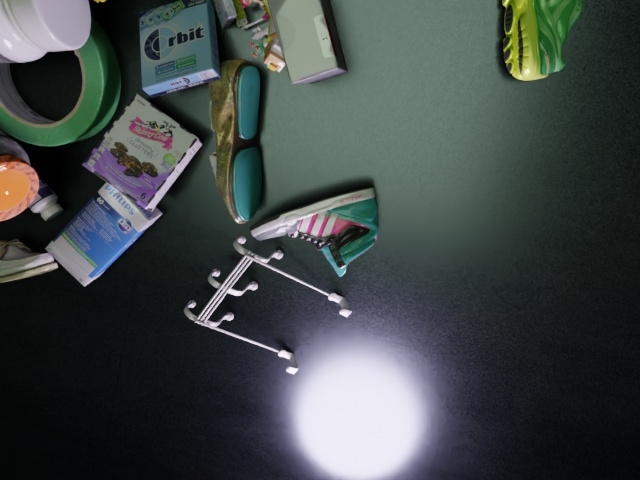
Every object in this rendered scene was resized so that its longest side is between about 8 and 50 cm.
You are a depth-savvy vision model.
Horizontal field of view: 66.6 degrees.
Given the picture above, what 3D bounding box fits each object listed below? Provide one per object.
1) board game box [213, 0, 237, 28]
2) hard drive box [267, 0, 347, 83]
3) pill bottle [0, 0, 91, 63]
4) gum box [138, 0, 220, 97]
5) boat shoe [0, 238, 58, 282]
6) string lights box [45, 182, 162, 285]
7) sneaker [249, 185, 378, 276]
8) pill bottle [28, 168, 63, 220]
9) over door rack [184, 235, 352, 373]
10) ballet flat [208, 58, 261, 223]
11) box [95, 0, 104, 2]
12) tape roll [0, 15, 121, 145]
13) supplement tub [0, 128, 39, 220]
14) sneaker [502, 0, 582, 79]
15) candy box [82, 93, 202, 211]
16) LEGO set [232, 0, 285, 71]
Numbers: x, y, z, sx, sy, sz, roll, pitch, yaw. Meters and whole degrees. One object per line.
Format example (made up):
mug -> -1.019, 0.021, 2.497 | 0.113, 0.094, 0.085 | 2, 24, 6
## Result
board game box -> -0.199, -0.486, 0.985 | 0.020, 0.090, 0.090 | -21, 106, -16
hard drive box -> -0.021, -0.395, 0.914 | 0.089, 0.232, 0.181 | -13, 106, 12
pill bottle -> -0.649, -0.439, 0.919 | 0.361, 0.204, 0.204 | 0, 108, 8
gum box -> -0.292, -0.402, 1.003 | 0.157, 0.041, 0.184 | -11, 73, 12
boat shoe -> -0.781, 0.050, 1.207 | 0.302, 0.113, 0.103 | -8, 93, 24
string lights box -> -0.527, -0.023, 1.186 | 0.260, 0.076, 0.133 | -39, 99, 17
sneaker -> 0.000, 0.000, 1.104 | 0.296, 0.124, 0.178 | -16, 96, 11
pill bottle -> -0.686, -0.109, 1.184 | 0.067, 0.067, 0.120 | -33, 101, 16
over door rack -> -0.128, 0.154, 1.185 | 0.324, 0.108, 0.239 | 33, 110, -19
ballet flat -> -0.193, -0.214, 1.070 | 0.123, 0.123, 0.348 | 5, 109, 6
box -> -0.400, -0.592, 0.869 | 0.257, 0.322, 0.079 | 30, 147, -2
tape roll -> -0.614, -0.375, 1.084 | 0.322, 0.077, 0.321 | 2, 108, 8
supplement tub -> -0.782, -0.187, 1.063 | 0.316, 0.194, 0.193 | 36, 110, 17
sneaker -> 0.418, -0.456, 0.917 | 0.124, 0.109, 0.295 | -6, 107, -15
candy box -> -0.390, -0.193, 1.081 | 0.165, 0.070, 0.196 | 35, 86, -4
LEGO set -> -0.132, -0.442, 0.967 | 0.107, 0.132, 0.286 | -18, 83, 19
